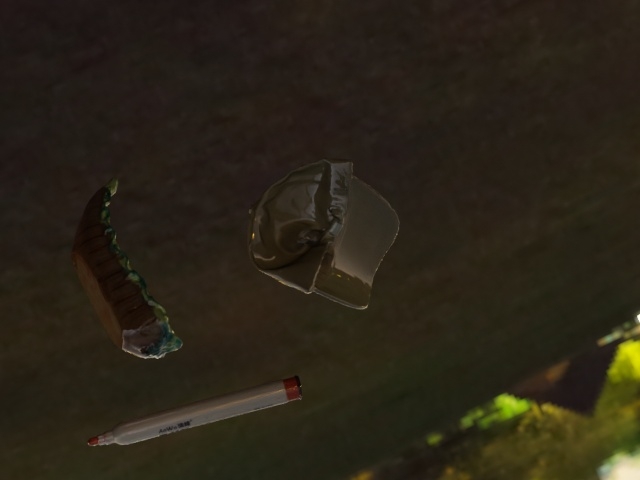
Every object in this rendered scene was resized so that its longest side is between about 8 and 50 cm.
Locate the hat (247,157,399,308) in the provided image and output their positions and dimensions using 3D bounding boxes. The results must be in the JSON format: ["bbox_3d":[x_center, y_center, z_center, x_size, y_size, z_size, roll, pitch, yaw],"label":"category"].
[{"bbox_3d":[0.000,0.000,1.675,0.144,0.166,0.173,17,165,17],"label":"hat"}]

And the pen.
[{"bbox_3d":[-0.125,0.173,1.386,0.218,0.026,0.026,-14,168,-8],"label":"pen"}]

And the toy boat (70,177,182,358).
[{"bbox_3d":[-0.277,0.036,1.873,0.099,0.293,0.108,-12,147,-22],"label":"toy boat"}]
